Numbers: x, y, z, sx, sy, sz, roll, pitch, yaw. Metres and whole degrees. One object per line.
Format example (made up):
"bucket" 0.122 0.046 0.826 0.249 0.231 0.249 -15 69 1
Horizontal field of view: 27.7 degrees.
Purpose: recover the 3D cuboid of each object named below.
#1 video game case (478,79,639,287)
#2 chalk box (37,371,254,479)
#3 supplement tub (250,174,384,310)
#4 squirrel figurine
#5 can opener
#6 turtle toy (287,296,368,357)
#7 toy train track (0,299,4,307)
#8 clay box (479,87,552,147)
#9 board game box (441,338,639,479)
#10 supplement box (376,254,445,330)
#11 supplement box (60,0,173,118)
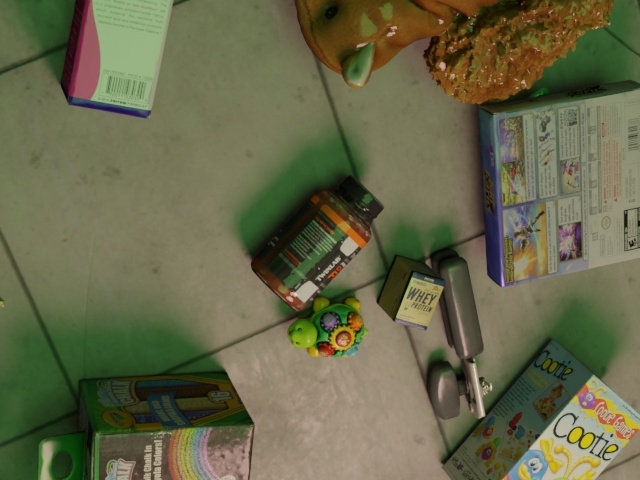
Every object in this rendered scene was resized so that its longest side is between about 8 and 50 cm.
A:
"video game case" 0.360 -0.084 1.913 0.244 0.061 0.270 -11 112 -15
"chalk box" -0.257 0.307 1.846 0.288 0.179 0.180 0 108 -16
"supplement tub" 0.000 0.000 1.863 0.198 0.106 0.106 -46 114 2
"squirrel figurine" 0.173 -0.328 1.729 0.370 0.281 0.397 -44 112 7
"can opener" 0.207 0.154 1.995 0.093 0.074 0.281 -13 111 -12
"turtle toy" 0.012 0.136 1.932 0.130 0.066 0.095 2 107 -18
"toy train track" -0.480 0.088 1.793 0.083 0.014 0.048 -2 101 -23
"clay box" 0.335 -0.116 1.958 0.127 0.053 0.222 -37 114 -3
"board game box" 0.351 0.322 2.049 0.142 0.144 0.275 38 94 -25
"supplement box" 0.135 0.078 1.942 0.056 0.083 0.083 16 102 -21
"supplement box" -0.261 -0.284 1.686 0.111 0.114 0.220 9 106 -19
